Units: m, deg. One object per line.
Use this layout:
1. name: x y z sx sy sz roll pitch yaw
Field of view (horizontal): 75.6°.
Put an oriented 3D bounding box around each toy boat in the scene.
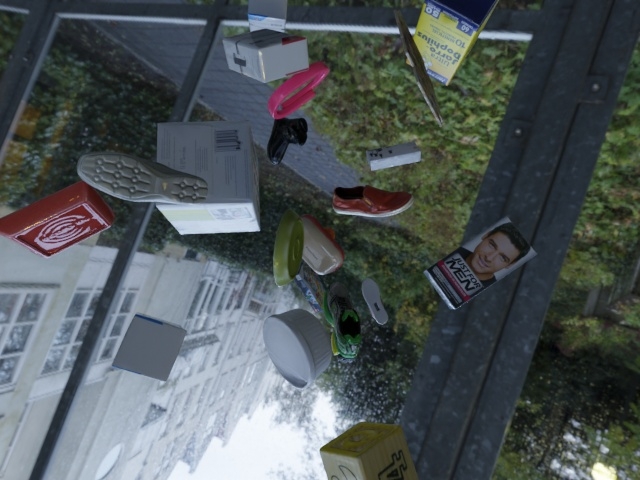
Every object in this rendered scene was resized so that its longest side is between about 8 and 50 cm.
1. toy boat: 0.000 0.000 1.511 0.231 0.151 0.151 48 133 -2

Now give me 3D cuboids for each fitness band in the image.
1. fitness band: -0.087 -0.588 1.614 0.054 0.291 0.209 51 172 2

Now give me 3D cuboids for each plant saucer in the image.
1. plant saucer: -0.736 -0.044 1.177 0.048 0.258 0.259 55 163 11
2. plant saucer: -0.089 0.024 1.254 0.037 0.241 0.241 7 174 11

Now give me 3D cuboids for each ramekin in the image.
1. ramekin: -0.075 0.362 1.430 0.127 0.273 0.273 -23 -155 -36

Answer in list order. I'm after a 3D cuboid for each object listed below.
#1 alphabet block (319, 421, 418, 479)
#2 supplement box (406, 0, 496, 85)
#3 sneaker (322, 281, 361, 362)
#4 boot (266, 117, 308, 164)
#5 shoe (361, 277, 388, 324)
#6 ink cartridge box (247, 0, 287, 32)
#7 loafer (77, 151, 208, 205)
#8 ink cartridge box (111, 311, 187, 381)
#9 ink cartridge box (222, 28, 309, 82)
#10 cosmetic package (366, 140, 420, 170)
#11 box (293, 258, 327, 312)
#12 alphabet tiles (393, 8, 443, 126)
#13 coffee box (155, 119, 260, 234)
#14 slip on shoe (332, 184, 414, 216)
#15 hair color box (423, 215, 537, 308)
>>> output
1. alphabet block: 0.143 0.666 1.197 0.193 0.197 0.192 -13 171 -41
2. supplement box: 0.454 -0.745 1.430 0.194 0.195 0.356 33 174 6
3. sneaker: 0.102 0.293 1.620 0.134 0.146 0.344 4 -138 -18
4. boot: -0.160 -0.477 2.000 0.094 0.247 0.207 1 -163 -40
5. shoe: 0.195 0.223 1.537 0.063 0.178 0.081 -23 -178 -5
6. ink cartridge box: -0.212 -0.905 1.668 0.148 0.086 0.203 4 -172 -8
7. loafer: -0.444 -0.150 1.044 0.111 0.112 0.319 15 -179 44
8. ink cartridge box: -0.561 0.343 1.363 0.171 0.168 0.232 24 164 -18
9. ink cartridge box: -0.200 -0.677 1.496 0.273 0.197 0.114 38 145 41
10. cosmetic package: 0.346 -0.405 1.967 0.239 0.099 0.060 -11 136 0
11. box: -0.047 0.197 1.918 0.044 0.159 0.233 -19 117 21
12. alphabet tiles: 0.304 -0.517 1.253 0.011 0.285 0.342 -20 153 25
13. coffee box: -0.421 -0.234 1.619 0.338 0.338 0.334 -3 163 -4
14. slip on shoe: 0.198 -0.164 1.622 0.331 0.123 0.101 3 134 22
15. hair color box: 0.615 0.090 1.613 0.185 0.374 0.113 56 180 12
